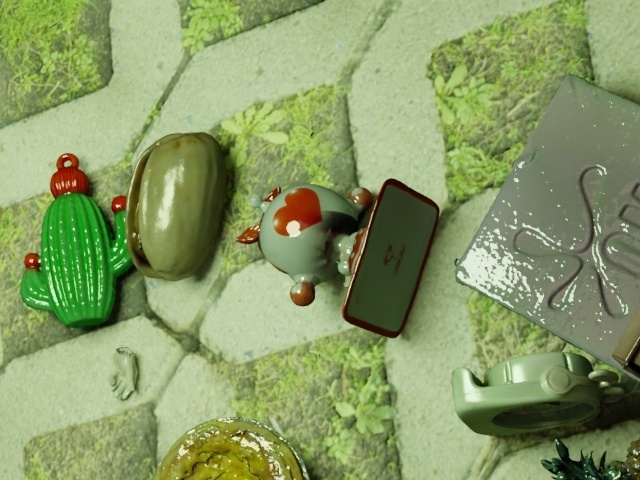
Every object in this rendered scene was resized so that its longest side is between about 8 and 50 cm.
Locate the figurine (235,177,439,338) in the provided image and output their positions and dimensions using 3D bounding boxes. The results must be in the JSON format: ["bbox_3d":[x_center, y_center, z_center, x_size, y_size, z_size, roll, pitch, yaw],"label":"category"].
[{"bbox_3d":[0.000,0.000,1.779,0.226,0.160,0.183,16,85,32],"label":"figurine"}]

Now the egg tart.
[{"bbox_3d":[-0.110,0.340,1.772,0.234,0.094,0.234,-5,77,23],"label":"egg tart"}]

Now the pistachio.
[{"bbox_3d":[-0.192,-0.048,1.872,0.129,0.131,0.206,-173,94,-67],"label":"pistachio"}]

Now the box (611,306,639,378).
[{"bbox_3d":[0.461,0.092,1.535,0.215,0.215,0.086,-60,29,1],"label":"box"}]

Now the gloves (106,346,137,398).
[{"bbox_3d":[-0.264,0.175,1.893,0.044,0.037,0.081,23,100,49],"label":"gloves"}]

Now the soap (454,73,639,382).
[{"bbox_3d":[0.348,-0.010,1.661,0.285,0.107,0.296,28,90,25],"label":"soap"}]

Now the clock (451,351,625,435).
[{"bbox_3d":[0.256,0.177,1.636,0.191,0.151,0.062,-11,66,15],"label":"clock"}]

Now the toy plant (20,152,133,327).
[{"bbox_3d":[-0.323,0.002,1.927,0.155,0.088,0.240,13,73,11],"label":"toy plant"}]

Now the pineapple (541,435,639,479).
[{"bbox_3d":[0.367,0.255,1.606,0.221,0.103,0.083,-21,39,17],"label":"pineapple"}]
